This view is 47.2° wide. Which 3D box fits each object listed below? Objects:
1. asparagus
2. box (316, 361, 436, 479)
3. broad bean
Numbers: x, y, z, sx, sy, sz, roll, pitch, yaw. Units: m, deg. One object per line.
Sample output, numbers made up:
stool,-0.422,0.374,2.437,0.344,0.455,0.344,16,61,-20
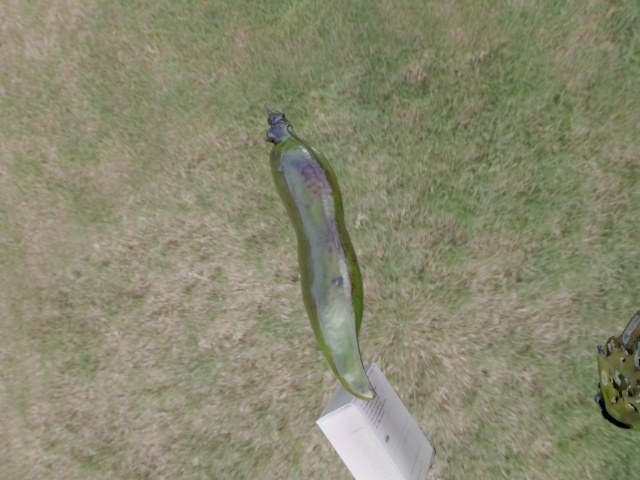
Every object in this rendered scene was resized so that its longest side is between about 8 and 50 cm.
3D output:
asparagus,0.430,0.144,0.723,0.381,0.128,0.108,12,40,-25
box,0.124,0.412,1.534,0.106,0.203,0.252,-31,95,24
broad bean,0.000,0.000,0.765,0.061,0.077,0.339,-1,68,-37
